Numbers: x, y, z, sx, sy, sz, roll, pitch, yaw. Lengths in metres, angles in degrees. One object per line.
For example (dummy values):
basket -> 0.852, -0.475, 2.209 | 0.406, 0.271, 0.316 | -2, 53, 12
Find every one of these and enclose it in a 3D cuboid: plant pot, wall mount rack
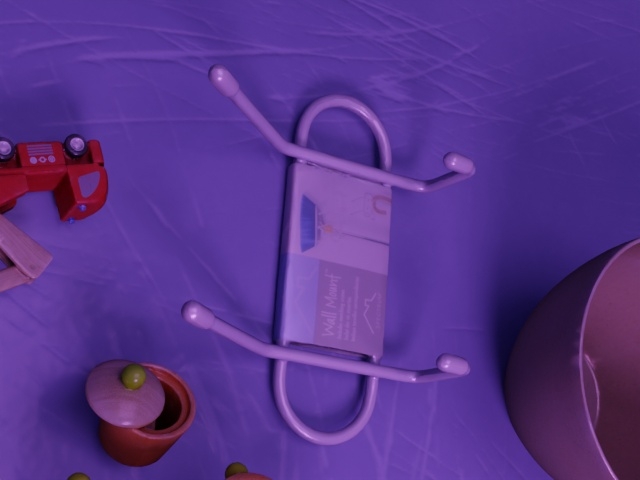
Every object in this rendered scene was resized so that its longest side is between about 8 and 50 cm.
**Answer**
plant pot -> 0.299, 0.149, 1.119 | 0.284, 0.191, 0.284 | 8, 75, -30
wall mount rack -> 0.000, 0.000, 0.999 | 0.304, 0.130, 0.350 | 14, 71, -30

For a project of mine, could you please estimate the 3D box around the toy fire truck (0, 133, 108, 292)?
toy fire truck -> -0.253, -0.012, 0.877 | 0.192, 0.047, 0.135 | -6, 73, -34

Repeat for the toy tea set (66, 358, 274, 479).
toy tea set -> -0.077, 0.220, 0.816 | 0.336, 0.124, 0.200 | 43, 42, 15
